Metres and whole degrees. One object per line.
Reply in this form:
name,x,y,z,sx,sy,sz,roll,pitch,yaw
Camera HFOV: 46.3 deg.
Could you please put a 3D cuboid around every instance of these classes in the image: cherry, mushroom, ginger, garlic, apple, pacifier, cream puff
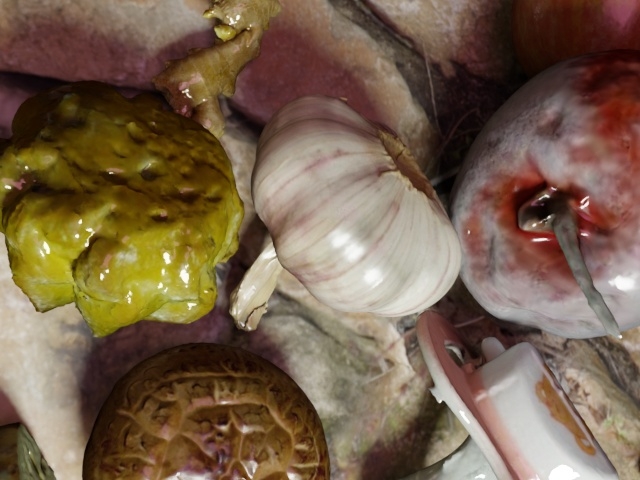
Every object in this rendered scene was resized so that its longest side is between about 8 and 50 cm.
cherry,0.303,-0.033,0.824,0.326,0.335,0.291,-41,62,7
mushroom,-0.103,0.224,0.723,0.253,0.153,0.253,6,78,-29
ginger,-0.110,-0.217,0.804,0.176,0.052,0.193,-30,96,-15
garlic,0.000,0.000,0.769,0.253,0.245,0.245,-41,102,14
apple,0.324,-0.267,0.903,0.188,0.188,0.173,4,90,-21
pacifier,0.180,0.228,0.791,0.273,0.220,0.332,-23,69,-19
cream puff,-0.186,-0.027,0.681,0.244,0.196,0.244,-1,45,1

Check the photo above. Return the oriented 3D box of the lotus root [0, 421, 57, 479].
lotus root,-0.285,0.282,0.663,0.119,0.138,0.234,-22,99,-11
